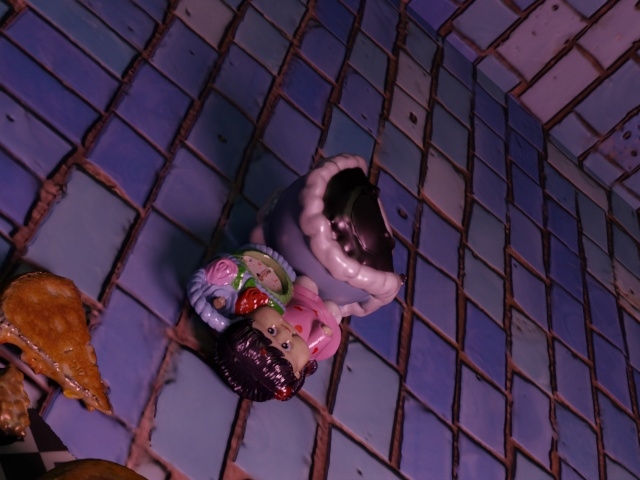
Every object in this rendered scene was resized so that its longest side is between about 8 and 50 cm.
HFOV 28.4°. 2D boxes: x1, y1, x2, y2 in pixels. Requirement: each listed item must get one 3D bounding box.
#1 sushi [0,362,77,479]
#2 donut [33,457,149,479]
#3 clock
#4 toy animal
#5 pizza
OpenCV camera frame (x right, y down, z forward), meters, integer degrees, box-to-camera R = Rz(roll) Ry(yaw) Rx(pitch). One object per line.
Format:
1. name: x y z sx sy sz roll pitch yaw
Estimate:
1. sushi: -0.358 0.151 1.119 0.264 0.050 0.290 49 28 3
2. donut: -0.189 0.312 1.065 0.208 0.128 0.261 27 35 -35
3. clock: -0.077 0.099 1.538 0.194 0.100 0.195 44 25 2
4. toy animal: 0.000 0.000 1.680 0.156 0.204 0.208 -4 74 -39
5. pizza: -0.270 0.107 1.313 0.176 0.036 0.184 55 16 -13
